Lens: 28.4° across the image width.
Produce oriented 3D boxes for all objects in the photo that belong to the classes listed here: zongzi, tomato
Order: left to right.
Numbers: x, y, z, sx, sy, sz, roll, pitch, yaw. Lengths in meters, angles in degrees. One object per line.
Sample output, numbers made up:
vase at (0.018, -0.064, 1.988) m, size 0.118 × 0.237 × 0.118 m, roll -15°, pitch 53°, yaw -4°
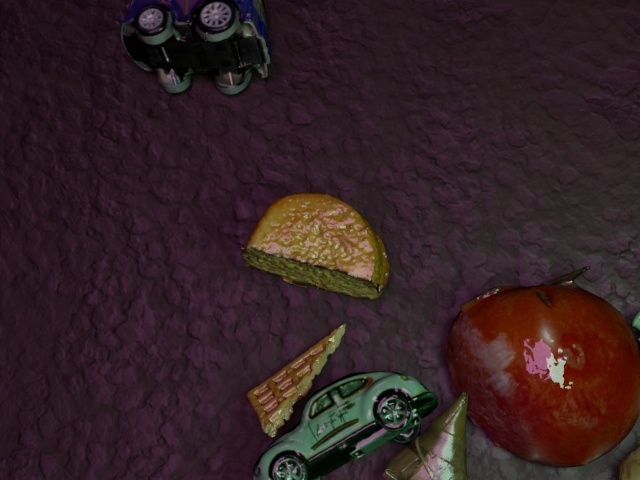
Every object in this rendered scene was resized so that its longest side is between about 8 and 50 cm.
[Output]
zongzi at (0.202, 0.340, 1.866) m, size 0.176 × 0.078 × 0.160 m, roll -43°, pitch 86°, yaw 3°
tomato at (0.332, 0.187, 1.843) m, size 0.309 × 0.170 × 0.309 m, roll -1°, pitch 78°, yaw 7°

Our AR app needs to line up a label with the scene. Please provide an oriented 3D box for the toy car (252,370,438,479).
toy car at (0.025, 0.281, 1.876) m, size 0.306 × 0.136 × 0.125 m, roll -29°, pitch 69°, yaw 1°

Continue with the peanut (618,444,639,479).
peanut at (0.558, 0.340, 1.819) m, size 0.253 × 0.122 × 0.137 m, roll -11°, pitch 89°, yaw -1°

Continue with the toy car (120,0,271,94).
toy car at (-0.193, -0.345, 2.014) m, size 0.235 × 0.172 × 0.158 m, roll 1°, pitch 63°, yaw 8°

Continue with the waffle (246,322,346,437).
waffle at (-0.019, 0.209, 1.907) m, size 0.191 × 0.125 × 0.032 m, roll -36°, pitch 114°, yaw -1°

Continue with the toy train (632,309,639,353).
toy train at (0.586, 0.157, 1.860) m, size 0.253 × 0.105 × 0.157 m, roll 35°, pitch 57°, yaw 10°

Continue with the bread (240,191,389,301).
bread at (0.000, 0.000, 1.926) m, size 0.229 × 0.143 × 0.139 m, roll 16°, pitch 82°, yaw 6°
